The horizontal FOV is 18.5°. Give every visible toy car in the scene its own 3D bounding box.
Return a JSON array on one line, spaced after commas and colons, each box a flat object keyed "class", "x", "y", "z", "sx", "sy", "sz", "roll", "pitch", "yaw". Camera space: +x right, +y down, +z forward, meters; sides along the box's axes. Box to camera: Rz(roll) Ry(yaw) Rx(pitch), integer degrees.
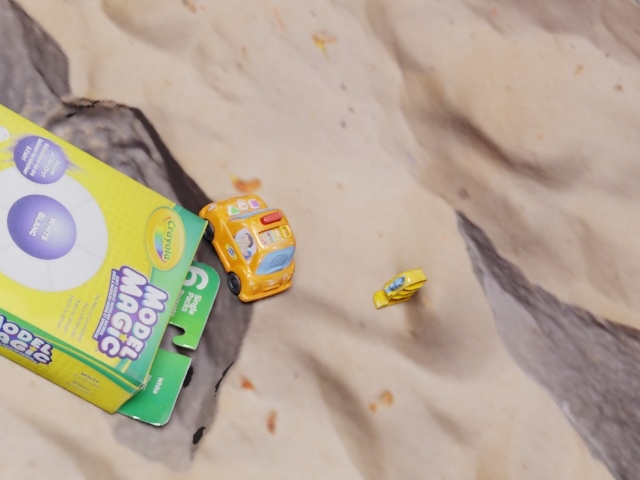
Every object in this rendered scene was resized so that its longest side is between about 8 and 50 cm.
[{"class": "toy car", "x": 0.000, "y": 0.000, "z": 1.019, "sx": 0.122, "sy": 0.040, "sz": 0.060, "roll": 2, "pitch": 63, "yaw": -31}]

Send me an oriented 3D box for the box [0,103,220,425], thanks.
[{"class": "box", "x": -0.131, "y": 0.006, "z": 0.933, "sx": 0.179, "sy": 0.043, "sz": 0.105, "roll": 30, "pitch": 52, "yaw": -16}]
